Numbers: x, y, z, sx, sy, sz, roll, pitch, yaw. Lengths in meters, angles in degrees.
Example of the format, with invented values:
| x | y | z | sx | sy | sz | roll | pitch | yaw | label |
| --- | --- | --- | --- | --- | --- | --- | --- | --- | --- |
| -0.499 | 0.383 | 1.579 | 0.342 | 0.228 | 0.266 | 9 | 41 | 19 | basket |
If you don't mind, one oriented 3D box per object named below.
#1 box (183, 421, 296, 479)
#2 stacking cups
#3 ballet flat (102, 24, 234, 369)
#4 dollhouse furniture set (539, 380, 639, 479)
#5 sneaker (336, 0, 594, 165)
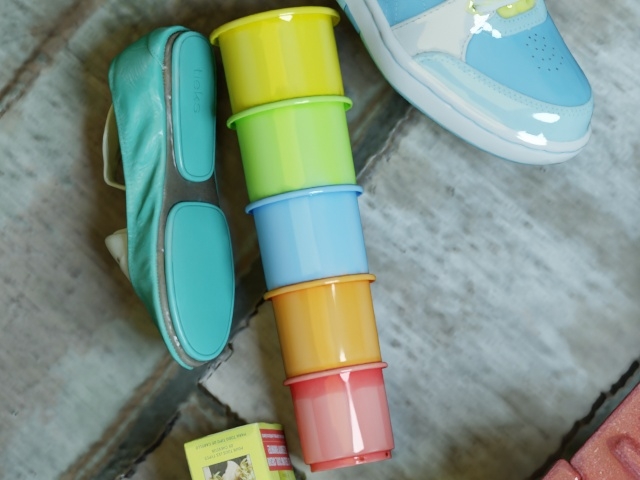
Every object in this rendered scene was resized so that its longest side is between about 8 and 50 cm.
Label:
| x | y | z | sx | sy | sz | roll | pitch | yaw | label |
| --- | --- | --- | --- | --- | --- | --- | --- | --- | --- |
| -0.031 | 0.244 | 1.266 | 0.058 | 0.087 | 0.232 | -17 | 79 | 9 | box |
| 0.000 | 0.000 | 1.291 | 0.096 | 0.096 | 0.316 | -13 | 86 | 11 | stacking cups |
| -0.114 | -0.028 | 1.327 | 0.087 | 0.083 | 0.247 | -9 | 81 | 37 | ballet flat |
| 0.284 | 0.270 | 1.129 | 0.152 | 0.201 | 0.374 | -44 | 76 | 5 | dollhouse furniture set |
| 0.100 | -0.216 | 1.220 | 0.319 | 0.127 | 0.208 | 50 | 135 | 13 | sneaker |
